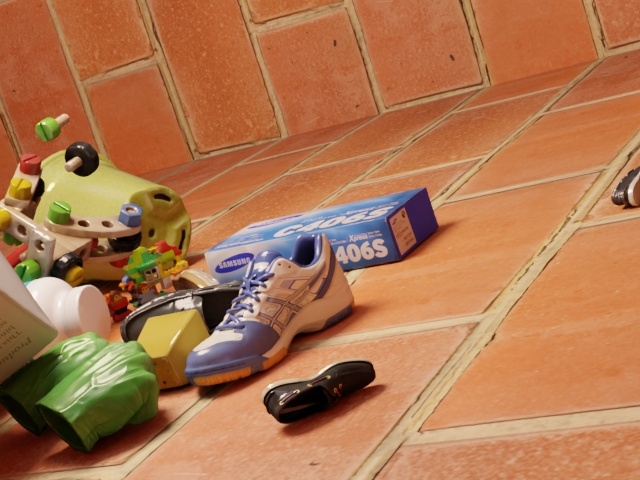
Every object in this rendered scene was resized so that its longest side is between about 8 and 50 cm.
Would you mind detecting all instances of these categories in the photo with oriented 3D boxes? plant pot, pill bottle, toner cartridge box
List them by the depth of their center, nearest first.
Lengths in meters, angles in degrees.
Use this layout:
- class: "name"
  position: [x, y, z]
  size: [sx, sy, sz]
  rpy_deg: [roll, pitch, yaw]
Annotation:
- class: "plant pot"
  position: [-0.194, 0.151, 1.681]
  size: [0.081, 0.081, 0.083]
  rpy_deg: [-12, 25, 26]
- class: "pill bottle"
  position: [-0.453, 0.139, 1.945]
  size: [0.264, 0.146, 0.146]
  rpy_deg: [-14, 12, 20]
- class: "toner cartridge box"
  position: [0.000, 0.000, 2.089]
  size: [0.348, 0.075, 0.165]
  rpy_deg: [-11, 12, 31]
- class: "plant pot"
  position: [-0.390, -0.026, 2.431]
  size: [0.254, 0.276, 0.276]
  rpy_deg: [11, 28, 43]

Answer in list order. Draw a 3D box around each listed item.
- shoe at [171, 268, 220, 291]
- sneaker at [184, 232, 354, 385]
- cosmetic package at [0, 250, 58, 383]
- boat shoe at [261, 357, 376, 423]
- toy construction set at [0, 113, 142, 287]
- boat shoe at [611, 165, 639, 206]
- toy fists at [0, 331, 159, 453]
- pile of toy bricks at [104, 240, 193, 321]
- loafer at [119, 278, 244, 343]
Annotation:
- class: "shoe"
  position: [-0.184, 0.073, 2.020]
  size: [0.058, 0.076, 0.219]
  rpy_deg: [-26, 11, -14]
- class: "sneaker"
  position: [-0.081, 0.085, 1.680]
  size: [0.112, 0.131, 0.296]
  rpy_deg: [-5, 18, 40]
- class: "cosmetic package"
  position: [-0.601, 0.046, 1.556]
  size: [0.329, 0.327, 0.393]
  rpy_deg: [-40, -31, -3]
- class: "boat shoe"
  position: [0.003, 0.165, 1.401]
  size: [0.133, 0.049, 0.042]
  rpy_deg: [-15, 38, -22]
- class: "toy construction set"
  position: [-0.469, 0.007, 2.097]
  size: [0.309, 0.257, 0.237]
  rpy_deg: [-41, 4, 38]
- class: "boat shoe"
  position: [0.457, -0.082, 1.865]
  size: [0.038, 0.046, 0.125]
  rpy_deg: [-4, 26, 35]
- class: "toy fists"
  position: [-0.292, 0.187, 1.613]
  size: [0.142, 0.096, 0.279]
  rpy_deg: [-41, 21, -25]
- class: "pile of toy bricks"
  position: [-0.312, 0.056, 2.222]
  size: [0.212, 0.105, 0.118]
  rpy_deg: [-26, 14, -33]
- class: "loafer"
  position: [-0.182, 0.105, 1.869]
  size: [0.223, 0.076, 0.078]
  rpy_deg: [-16, 3, -9]
